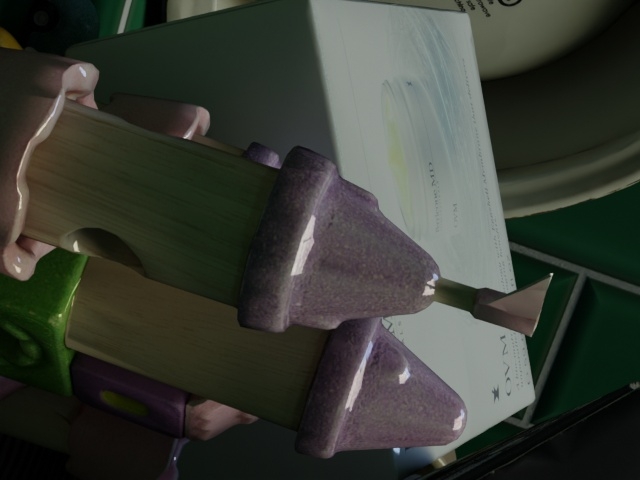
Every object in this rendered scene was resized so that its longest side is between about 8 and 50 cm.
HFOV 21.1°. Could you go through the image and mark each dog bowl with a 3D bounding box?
[{"bbox_3d":[0.099,-0.194,1.156,0.408,0.408,0.150,105,-11,-50],"label":"dog bowl"}]

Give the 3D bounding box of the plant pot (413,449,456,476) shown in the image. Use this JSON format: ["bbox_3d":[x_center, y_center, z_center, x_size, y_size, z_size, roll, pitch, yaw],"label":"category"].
[{"bbox_3d":[-0.053,0.130,1.438,0.280,0.323,0.323,-92,-166,-47],"label":"plant pot"}]

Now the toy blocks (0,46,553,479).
[{"bbox_3d":[-0.078,0.041,0.581,0.288,0.260,0.309,102,8,-66],"label":"toy blocks"}]

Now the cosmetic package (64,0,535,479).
[{"bbox_3d":[0.000,0.000,0.875,0.224,0.138,0.224,-13,93,-65],"label":"cosmetic package"}]

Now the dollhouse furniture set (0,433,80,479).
[{"bbox_3d":[-0.078,0.189,1.049,0.374,0.152,0.201,35,72,-57],"label":"dollhouse furniture set"}]

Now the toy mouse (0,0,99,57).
[{"bbox_3d":[-0.127,-0.112,0.829,0.143,0.031,0.161,-67,175,-45],"label":"toy mouse"}]

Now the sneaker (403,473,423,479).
[{"bbox_3d":[0.006,0.259,0.985,0.111,0.121,0.300,70,40,-66],"label":"sneaker"}]

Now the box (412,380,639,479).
[{"bbox_3d":[-0.070,0.207,0.690,0.395,0.097,0.318,-26,174,-27],"label":"box"}]
